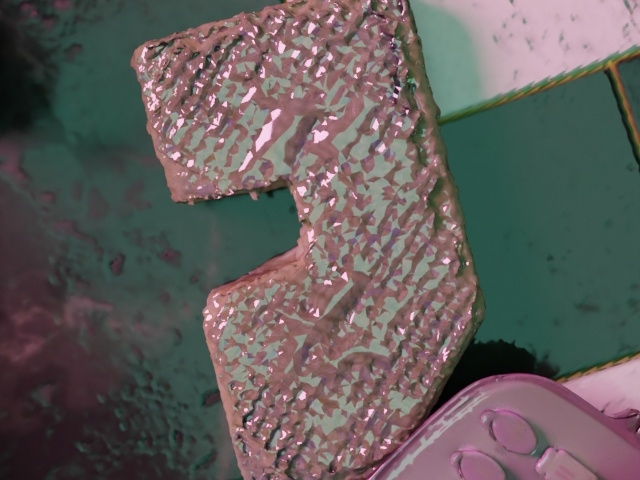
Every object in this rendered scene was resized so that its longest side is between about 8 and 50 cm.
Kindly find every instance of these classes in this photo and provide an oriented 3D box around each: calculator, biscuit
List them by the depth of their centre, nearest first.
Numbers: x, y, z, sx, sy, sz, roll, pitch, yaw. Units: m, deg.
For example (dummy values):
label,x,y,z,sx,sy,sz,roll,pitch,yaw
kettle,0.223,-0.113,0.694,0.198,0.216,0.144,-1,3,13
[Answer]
label,x,y,z,sx,sy,sz,roll,pitch,yaw
calculator,0.069,0.200,0.570,0.194,0.043,0.294,38,92,-12
biscuit,0.000,0.000,0.577,0.147,0.046,0.250,-13,92,3
